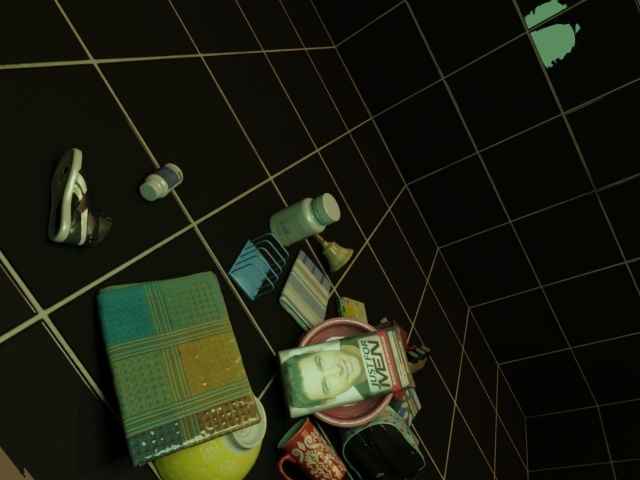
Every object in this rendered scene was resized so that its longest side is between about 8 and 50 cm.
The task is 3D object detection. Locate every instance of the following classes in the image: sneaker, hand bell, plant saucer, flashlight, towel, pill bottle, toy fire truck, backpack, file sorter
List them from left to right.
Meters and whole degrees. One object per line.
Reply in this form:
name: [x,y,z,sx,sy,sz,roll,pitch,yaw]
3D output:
sneaker: [-0.516,-0.084,1.018,0.121,0.079,0.216,27,55,-54]
pill bottle: [-0.421,-0.152,1.225,0.067,0.067,0.120,56,30,-19]
towel: [-0.303,0.247,0.986,0.272,0.040,0.369,-7,60,-34]
file sorter: [-0.182,0.075,1.422,0.118,0.105,0.170,54,30,-23]
pill bottle: [-0.053,-0.075,1.616,0.131,0.229,0.131,38,40,-41]
towel: [-0.048,0.186,1.641,0.209,0.034,0.285,51,30,-22]
hand bell: [0.000,0.000,1.817,0.242,0.126,0.126,44,34,-12]
plant saucer: [0.073,0.413,1.470,0.333,0.084,0.331,4,68,-10]
backpack: [0.185,0.650,1.498,0.253,0.225,0.191,51,10,-22]
flashlight: [0.232,0.557,1.613,0.103,0.303,0.103,-5,36,-20]
toy fire truck: [0.327,0.459,1.990,0.217,0.247,0.158,3,110,-57]

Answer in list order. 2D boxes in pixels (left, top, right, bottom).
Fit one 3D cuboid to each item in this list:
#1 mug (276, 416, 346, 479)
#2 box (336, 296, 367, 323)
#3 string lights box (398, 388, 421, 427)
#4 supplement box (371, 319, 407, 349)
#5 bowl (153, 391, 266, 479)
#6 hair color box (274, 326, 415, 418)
mug: [-0.033,0.595,1.256,0.169,0.150,0.113,47,-14,3]
box: [0.122,0.288,1.840,0.179,0.043,0.105,28,47,-52]
string lights box: [0.307,0.664,1.836,0.260,0.077,0.133,-19,86,-61]
supplement box: [0.226,0.386,1.789,0.104,0.188,0.080,46,35,-32]
bowl: [-0.218,0.419,1.054,0.289,0.156,0.289,38,39,-40]
hair color box: [0.068,0.387,1.372,0.375,0.113,0.185,-9,71,-15]
